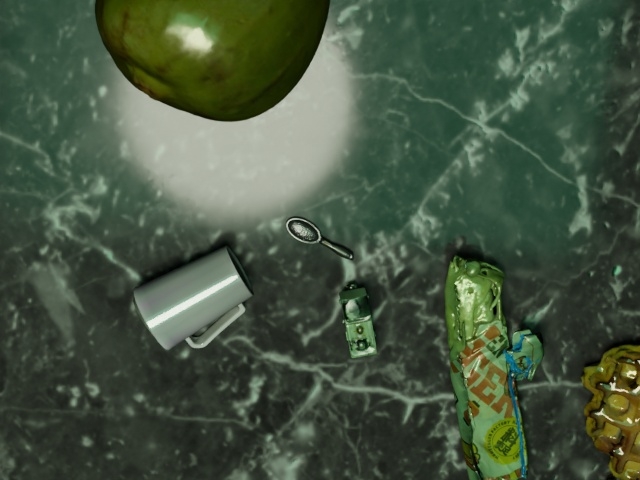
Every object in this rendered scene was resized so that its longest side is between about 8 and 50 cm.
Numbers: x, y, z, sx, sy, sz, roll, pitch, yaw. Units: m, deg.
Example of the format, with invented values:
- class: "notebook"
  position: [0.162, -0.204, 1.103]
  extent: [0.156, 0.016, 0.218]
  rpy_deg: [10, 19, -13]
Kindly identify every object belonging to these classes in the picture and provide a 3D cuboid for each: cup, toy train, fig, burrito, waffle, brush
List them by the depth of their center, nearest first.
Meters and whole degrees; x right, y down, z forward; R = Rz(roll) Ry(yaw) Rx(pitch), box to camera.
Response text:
- class: "fig"
  position: [-0.092, -0.221, 1.083]
  extent: [0.203, 0.203, 0.225]
  rpy_deg: [44, 80, -13]
- class: "cup"
  position: [-0.129, 0.069, 1.232]
  extent: [0.116, 0.074, 0.104]
  rpy_deg: [-29, 129, 1]
- class: "brush"
  position: [0.000, 0.000, 1.240]
  extent: [0.083, 0.008, 0.024]
  rpy_deg: [29, 100, -9]
- class: "toy train"
  position: [0.041, 0.089, 1.245]
  extent: [0.033, 0.053, 0.083]
  rpy_deg: [-11, 105, 1]
- class: "burrito"
  position: [0.195, 0.148, 1.266]
  extent: [0.104, 0.054, 0.288]
  rpy_deg: [-10, 106, 1]
- class: "waffle"
  position: [0.421, 0.194, 1.277]
  extent: [0.238, 0.059, 0.243]
  rpy_deg: [-34, 106, 16]

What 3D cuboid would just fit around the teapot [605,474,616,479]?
- class: "teapot"
  position: [0.342, 0.330, 1.323]
  extent: [0.076, 0.068, 0.121]
  rpy_deg: [-13, 85, 23]
